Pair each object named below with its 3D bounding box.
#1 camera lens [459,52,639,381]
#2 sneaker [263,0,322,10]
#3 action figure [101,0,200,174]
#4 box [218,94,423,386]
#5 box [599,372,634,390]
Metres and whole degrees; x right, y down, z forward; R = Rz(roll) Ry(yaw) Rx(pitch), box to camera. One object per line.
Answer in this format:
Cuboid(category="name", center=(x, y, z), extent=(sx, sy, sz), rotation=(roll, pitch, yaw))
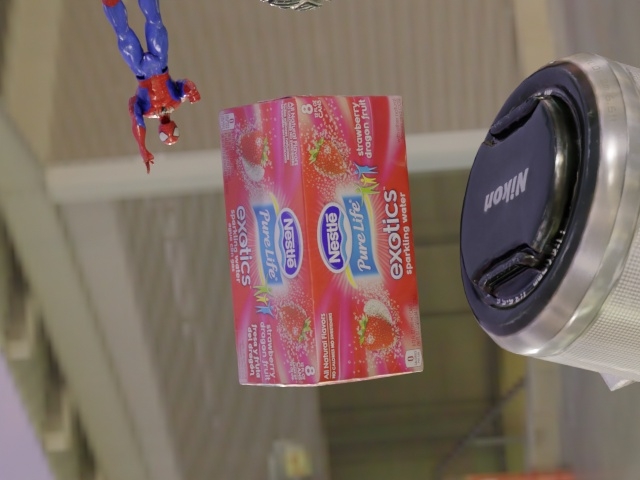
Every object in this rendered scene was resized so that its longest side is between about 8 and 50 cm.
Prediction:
Cuboid(category="camera lens", center=(0.254, -0.004, 1.392), extent=(0.219, 0.274, 0.219), rotation=(-166, 90, -70))
Cuboid(category="sneaker", center=(-0.071, -0.342, 1.983), extent=(0.275, 0.107, 0.110), rotation=(39, -152, -36))
Cuboid(category="action figure", center=(-0.198, -0.198, 2.279), extent=(0.280, 0.091, 0.139), rotation=(77, 171, -48))
Cuboid(category="box", center=(0.000, 0.000, 1.733), extent=(0.122, 0.128, 0.257), rotation=(-5, 89, 52))
Cuboid(category="box", center=(0.292, -0.006, 1.833), extent=(0.142, 0.163, 0.247), rotation=(-10, -116, -56))
